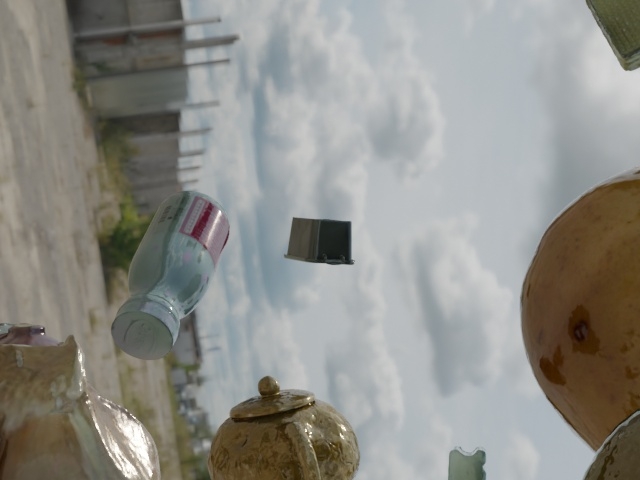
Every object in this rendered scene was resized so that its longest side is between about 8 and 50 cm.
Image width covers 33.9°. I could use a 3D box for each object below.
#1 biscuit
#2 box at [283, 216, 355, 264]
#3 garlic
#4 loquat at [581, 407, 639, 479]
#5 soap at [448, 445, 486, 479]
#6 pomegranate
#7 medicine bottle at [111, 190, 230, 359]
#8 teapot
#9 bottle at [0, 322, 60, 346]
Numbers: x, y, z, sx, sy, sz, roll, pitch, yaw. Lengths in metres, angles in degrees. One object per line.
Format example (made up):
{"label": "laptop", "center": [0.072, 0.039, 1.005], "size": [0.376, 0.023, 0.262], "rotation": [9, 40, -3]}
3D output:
{"label": "biscuit", "center": [0.506, -0.343, 1.449], "size": [0.052, 0.252, 0.150], "rotation": [50, 17, -53]}
{"label": "box", "center": [0.000, 0.000, 1.627], "size": [0.122, 0.084, 0.069], "rotation": [-173, -92, -66]}
{"label": "garlic", "center": [-0.191, 0.138, 0.678], "size": [0.099, 0.174, 0.124], "rotation": [78, 8, -49]}
{"label": "loquat", "center": [0.325, 0.250, 0.772], "size": [0.276, 0.275, 0.284], "rotation": [-136, -144, -76]}
{"label": "soap", "center": [0.259, 0.423, 1.844], "size": [0.198, 0.066, 0.119], "rotation": [48, 44, -77]}
{"label": "pomegranate", "center": [0.443, 0.099, 1.217], "size": [0.416, 0.416, 0.417], "rotation": [171, -90, -81]}
{"label": "medicine bottle", "center": [-0.166, 0.037, 1.163], "size": [0.217, 0.090, 0.091], "rotation": [-74, 165, -53]}
{"label": "teapot", "center": [-0.053, 0.265, 1.410], "size": [0.311, 0.203, 0.167], "rotation": [175, -97, -78]}
{"label": "bottle", "center": [-0.341, 0.143, 1.087], "size": [0.253, 0.120, 0.121], "rotation": [-10, -91, 46]}
